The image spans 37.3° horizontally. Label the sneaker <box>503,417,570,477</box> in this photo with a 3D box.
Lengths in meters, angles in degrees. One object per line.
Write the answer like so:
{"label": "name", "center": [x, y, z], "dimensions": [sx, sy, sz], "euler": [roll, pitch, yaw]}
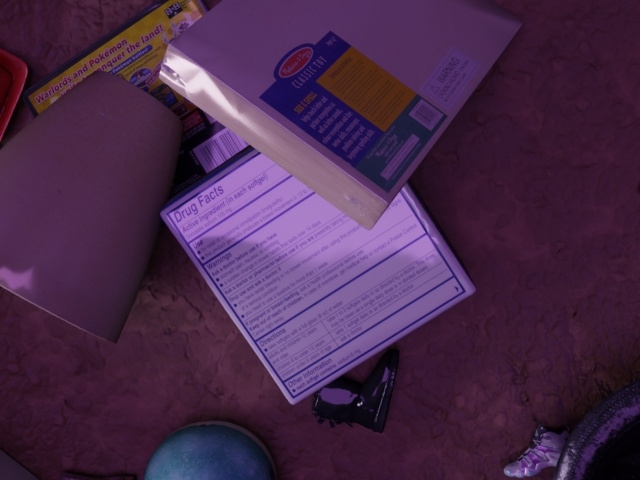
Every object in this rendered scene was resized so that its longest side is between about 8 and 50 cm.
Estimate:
{"label": "sneaker", "center": [0.278, 0.264, 1.226], "dimensions": [0.098, 0.038, 0.069], "euler": [-15, 91, -2]}

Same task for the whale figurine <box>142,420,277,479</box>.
{"label": "whale figurine", "center": [-0.141, 0.376, 1.228], "dimensions": [0.216, 0.141, 0.272], "euler": [-4, 94, 7]}

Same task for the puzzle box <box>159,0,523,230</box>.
{"label": "puzzle box", "center": [0.042, -0.217, 1.064], "dimensions": [0.272, 0.409, 0.052], "euler": [37, 138, 3]}

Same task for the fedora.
{"label": "fedora", "center": [0.442, 0.286, 1.147], "dimensions": [0.333, 0.152, 0.334], "euler": [1, 94, 7]}

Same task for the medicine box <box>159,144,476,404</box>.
{"label": "medicine box", "center": [0.000, 0.000, 1.162], "dimensions": [0.263, 0.149, 0.289], "euler": [-32, 98, 8]}

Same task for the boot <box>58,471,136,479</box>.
{"label": "boot", "center": [-0.310, 0.371, 1.300], "dimensions": [0.114, 0.037, 0.107], "euler": [0, 81, 3]}

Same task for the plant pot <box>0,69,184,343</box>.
{"label": "plant pot", "center": [-0.290, -0.057, 1.147], "dimensions": [0.256, 0.256, 0.274], "euler": [28, 81, 4]}

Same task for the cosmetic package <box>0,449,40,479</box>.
{"label": "cosmetic package", "center": [-0.574, 0.300, 1.238], "dimensions": [0.385, 0.217, 0.156], "euler": [38, 97, 5]}

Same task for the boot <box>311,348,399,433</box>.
{"label": "boot", "center": [0.046, 0.191, 1.243], "dimensions": [0.099, 0.045, 0.121], "euler": [14, 96, 9]}

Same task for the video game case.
{"label": "video game case", "center": [-0.218, -0.160, 1.251], "dimensions": [0.274, 0.035, 0.248], "euler": [-32, 91, 9]}

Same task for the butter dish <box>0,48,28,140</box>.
{"label": "butter dish", "center": [-0.490, -0.194, 1.231], "dimensions": [0.160, 0.118, 0.160], "euler": [27, 98, 11]}
